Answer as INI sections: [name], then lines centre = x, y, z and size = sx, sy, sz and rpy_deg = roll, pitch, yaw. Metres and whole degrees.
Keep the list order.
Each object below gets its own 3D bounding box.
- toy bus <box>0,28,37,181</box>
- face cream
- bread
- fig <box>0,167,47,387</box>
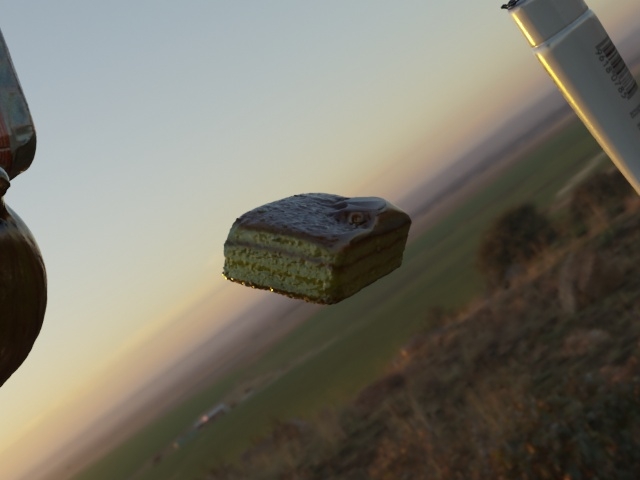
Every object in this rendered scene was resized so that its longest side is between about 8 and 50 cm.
[toy bus]
centre = -0.394, -0.169, 1.223
size = 0.120, 0.265, 0.121
rpy_deg = -11, -23, -34
[face cream]
centre = 0.242, -0.110, 0.929
size = 0.058, 0.243, 0.092
rpy_deg = -31, 9, 35
[bread]
centre = 0.000, 0.000, 1.558
size = 0.184, 0.110, 0.234
rpy_deg = 13, 20, 23
[fig]
centre = -0.267, 0.016, 0.817
size = 0.207, 0.175, 0.175
rpy_deg = -62, -6, 13
